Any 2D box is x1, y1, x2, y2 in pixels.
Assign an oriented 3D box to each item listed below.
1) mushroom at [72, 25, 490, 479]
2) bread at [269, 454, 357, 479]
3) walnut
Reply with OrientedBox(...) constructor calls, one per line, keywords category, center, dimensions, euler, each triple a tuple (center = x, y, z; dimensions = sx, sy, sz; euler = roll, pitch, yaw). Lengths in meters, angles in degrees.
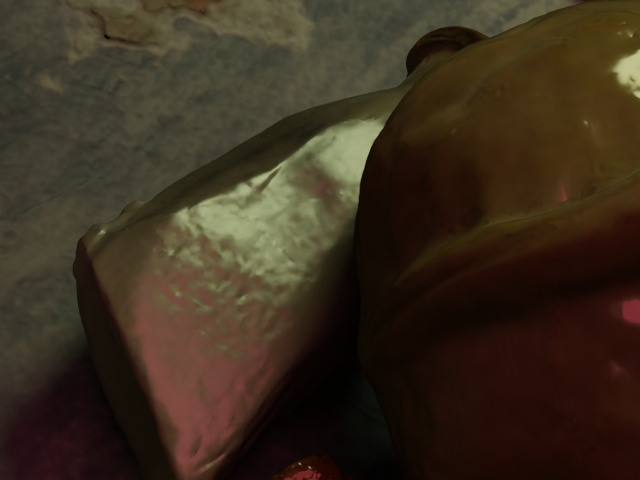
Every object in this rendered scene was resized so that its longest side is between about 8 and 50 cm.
OrientedBox(category="mushroom", center=(-0.009, -0.003, 1.182), dimensions=(0.154, 0.137, 0.407), euler=(35, 52, 18))
OrientedBox(category="bread", center=(-0.018, 0.217, 1.031), dimensions=(0.149, 0.158, 0.143), euler=(-32, 69, -30))
OrientedBox(category="walnut", center=(0.200, 0.034, 1.040), dimensions=(0.381, 0.381, 0.381), euler=(8, 57, -13))
